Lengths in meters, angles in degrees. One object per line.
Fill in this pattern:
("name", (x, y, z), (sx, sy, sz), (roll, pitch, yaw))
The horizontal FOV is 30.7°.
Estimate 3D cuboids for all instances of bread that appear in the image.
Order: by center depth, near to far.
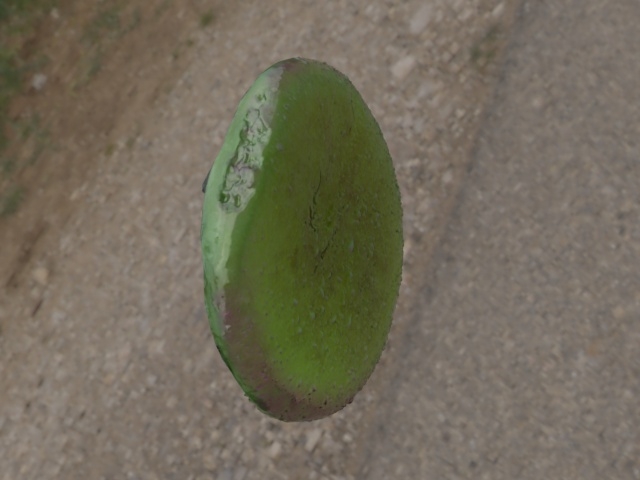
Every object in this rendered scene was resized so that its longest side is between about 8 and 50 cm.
("bread", (0.002, 0.005, 0.942), (0.045, 0.301, 0.301), (1, 59, 30))
